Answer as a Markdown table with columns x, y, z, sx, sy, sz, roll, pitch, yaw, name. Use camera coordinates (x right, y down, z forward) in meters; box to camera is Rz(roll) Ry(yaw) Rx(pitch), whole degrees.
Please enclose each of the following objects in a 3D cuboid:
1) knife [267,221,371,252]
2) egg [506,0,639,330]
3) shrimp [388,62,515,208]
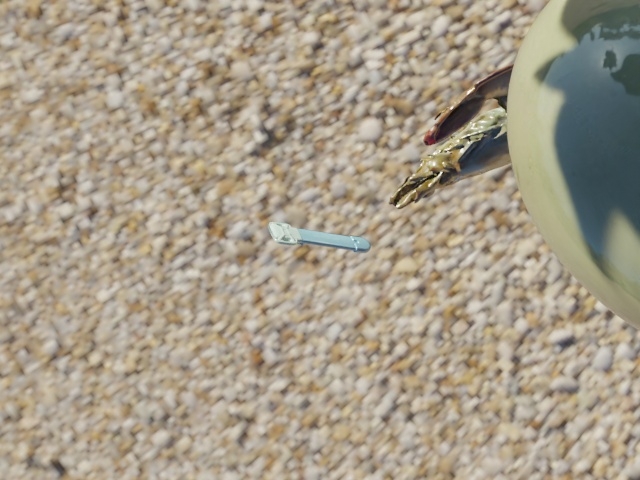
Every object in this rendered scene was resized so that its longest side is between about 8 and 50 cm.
| x | y | z | sx | sy | sz | roll | pitch | yaw | name |
| --- | --- | --- | --- | --- | --- | --- | --- | --- | --- |
| 0.000 | 0.000 | 1.312 | 0.010 | 0.096 | 0.027 | -62 | 36 | 31 | knife |
| 0.212 | -0.040 | 0.884 | 0.188 | 0.188 | 0.254 | -30 | 103 | 35 | egg |
| 0.159 | -0.108 | 1.544 | 0.236 | 0.133 | 0.053 | -30 | 65 | 10 | shrimp |
